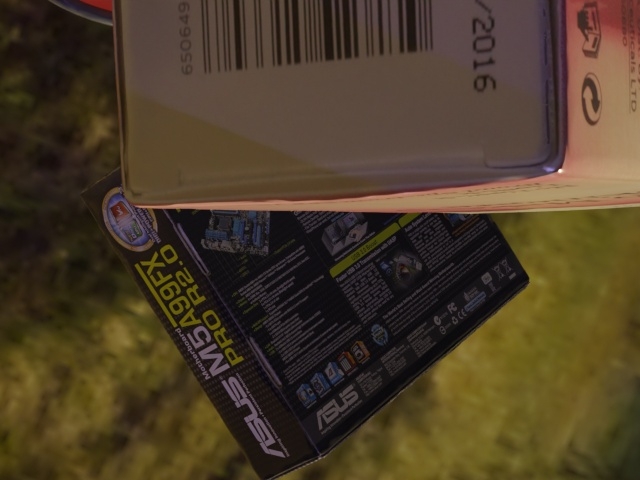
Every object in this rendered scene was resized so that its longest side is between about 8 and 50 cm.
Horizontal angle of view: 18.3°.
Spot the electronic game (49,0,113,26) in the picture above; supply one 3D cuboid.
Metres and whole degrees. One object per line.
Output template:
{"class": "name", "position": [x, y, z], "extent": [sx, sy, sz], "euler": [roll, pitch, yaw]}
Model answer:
{"class": "electronic game", "position": [-0.079, -0.219, 0.995], "extent": [0.048, 0.229, 0.229], "euler": [-115, -136, -83]}

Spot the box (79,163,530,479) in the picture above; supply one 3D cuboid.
{"class": "box", "position": [0.000, 0.000, 1.296], "extent": [0.060, 0.216, 0.270], "euler": [-31, -177, 42]}

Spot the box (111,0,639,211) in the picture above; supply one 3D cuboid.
{"class": "box", "position": [0.057, -0.074, 0.652], "extent": [0.232, 0.148, 0.127], "euler": [0, 87, -59]}
